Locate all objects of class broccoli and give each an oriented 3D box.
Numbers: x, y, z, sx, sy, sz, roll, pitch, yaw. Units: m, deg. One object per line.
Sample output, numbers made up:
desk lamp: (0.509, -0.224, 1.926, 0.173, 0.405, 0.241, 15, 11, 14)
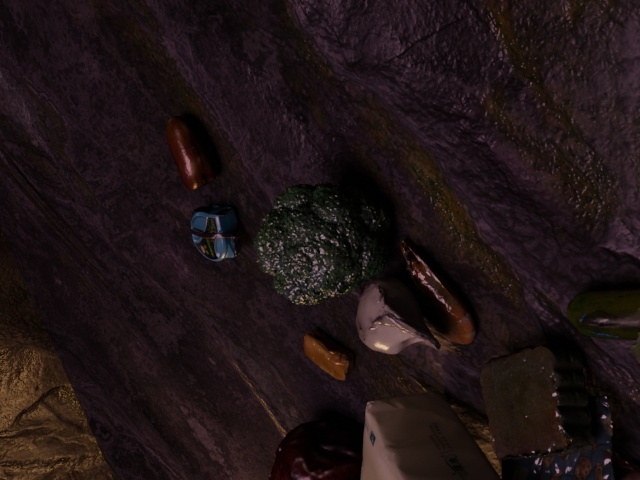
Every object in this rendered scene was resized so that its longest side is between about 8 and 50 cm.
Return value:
broccoli: (0.000, 0.000, 1.477, 0.270, 0.269, 0.270, -120, 15, -63)

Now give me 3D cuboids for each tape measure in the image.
tape measure: (-0.245, -0.016, 1.825, 0.146, 0.081, 0.125, 9, 120, 43)

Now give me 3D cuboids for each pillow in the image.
pillow: (0.409, 0.368, 1.373, 0.255, 0.034, 0.189, -20, 66, 56)

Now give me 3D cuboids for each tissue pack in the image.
tissue pack: (0.222, 0.516, 1.492, 0.380, 0.207, 0.297, -125, 31, -62)

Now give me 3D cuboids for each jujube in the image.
jujube: (-0.009, 0.592, 1.913, 0.258, 0.258, 0.377, 43, 136, 14)

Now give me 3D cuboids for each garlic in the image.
garlic: (0.502, 0.440, 1.377, 0.124, 0.099, 0.174, 50, 145, -14)

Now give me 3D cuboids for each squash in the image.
squash: (0.503, 0.098, 1.123, 0.331, 0.087, 0.087, -17, 104, 50)

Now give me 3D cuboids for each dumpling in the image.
dumpling: (0.149, 0.154, 1.461, 0.172, 0.142, 0.247, 26, -176, -7)

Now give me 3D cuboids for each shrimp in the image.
shrimp: (0.208, 0.100, 1.473, 0.236, 0.053, 0.133, 53, 164, -4)

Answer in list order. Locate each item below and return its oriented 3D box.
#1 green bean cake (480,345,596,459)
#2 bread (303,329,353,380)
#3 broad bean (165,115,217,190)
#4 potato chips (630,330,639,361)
green bean cake: (0.374, 0.280, 1.335, 0.173, 0.094, 0.182, -31, 59, 51)
bread: (0.017, 0.260, 1.775, 0.132, 0.053, 0.074, 34, 138, 27)
broad bean: (-0.294, -0.198, 1.740, 0.165, 0.084, 0.114, 61, 147, 2)
potato chips: (0.627, 0.267, 1.072, 0.373, 0.097, 0.389, 2, 131, 46)
